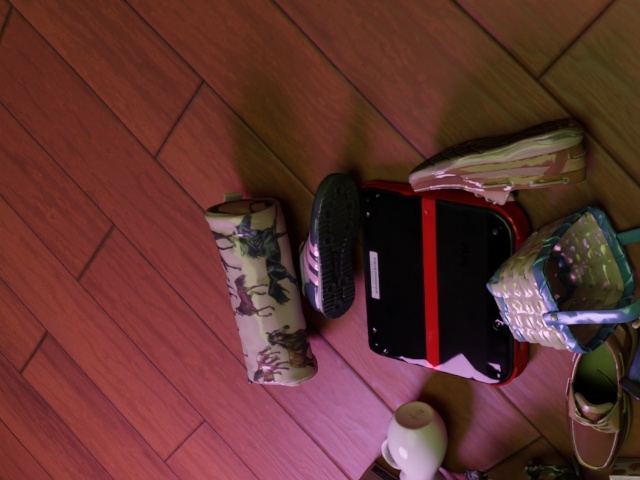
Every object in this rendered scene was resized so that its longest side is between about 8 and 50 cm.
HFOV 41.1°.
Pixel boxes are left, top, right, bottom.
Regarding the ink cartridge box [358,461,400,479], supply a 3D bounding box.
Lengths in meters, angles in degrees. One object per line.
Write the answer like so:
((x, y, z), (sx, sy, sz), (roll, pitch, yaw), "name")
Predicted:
((0.145, 0.653, 1.954), (0.193, 0.088, 0.235), (31, 124, 15), "ink cartridge box")

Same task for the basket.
((0.444, 0.056, 1.386), (0.289, 0.254, 0.201), (-21, 105, 55), "basket")

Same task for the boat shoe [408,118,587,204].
((0.302, -0.115, 1.474), (0.324, 0.123, 0.116), (-10, 108, 37), "boat shoe")

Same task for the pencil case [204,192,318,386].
((-0.124, 0.101, 1.807), (0.183, 0.159, 0.410), (15, 121, 64), "pencil case")

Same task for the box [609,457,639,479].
((0.686, 0.433, 1.520), (0.324, 0.063, 0.067), (-9, 107, 35), "box")

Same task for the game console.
((0.236, 0.084, 1.657), (0.342, 0.060, 0.387), (12, 117, 35), "game console")

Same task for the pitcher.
((0.189, 0.434, 1.814), (0.177, 0.125, 0.207), (23, 135, 40), "pitcher")

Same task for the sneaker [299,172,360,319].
((0.000, 0.000, 1.724), (0.131, 0.112, 0.319), (34, 129, 45), "sneaker")

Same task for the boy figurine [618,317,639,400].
((0.598, 0.135, 1.375), (0.177, 0.092, 0.285), (24, 99, -9), "boy figurine")

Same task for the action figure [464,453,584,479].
((0.420, 0.502, 1.661), (0.275, 0.164, 0.141), (0, 155, 7), "action figure")

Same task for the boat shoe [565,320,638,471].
((0.491, 0.278, 1.535), (0.122, 0.120, 0.324), (9, 116, 29), "boat shoe")
